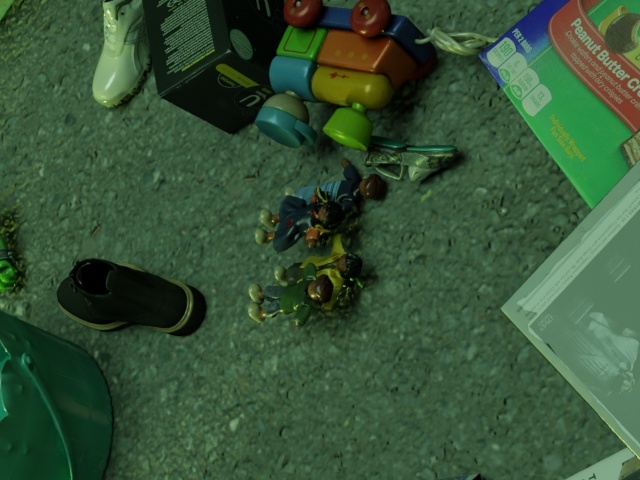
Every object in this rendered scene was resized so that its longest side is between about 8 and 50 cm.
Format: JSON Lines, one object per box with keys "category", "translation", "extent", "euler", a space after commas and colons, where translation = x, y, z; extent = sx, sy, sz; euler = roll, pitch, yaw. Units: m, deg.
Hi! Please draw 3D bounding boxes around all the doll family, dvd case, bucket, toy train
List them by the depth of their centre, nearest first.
{"category": "dvd case", "translation": [0.268, 0.068, 1.181], "extent": [0.179, 0.029, 0.239], "euler": [-48, 59, 11]}
{"category": "toy train", "translation": [0.053, -0.148, 1.540], "extent": [0.248, 0.105, 0.143], "euler": [14, 75, 40]}
{"category": "doll family", "translation": [0.000, 0.000, 1.557], "extent": [0.111, 0.076, 0.193], "euler": [-16, 61, 38]}
{"category": "bucket", "translation": [-0.365, 0.198, 1.692], "extent": [0.281, 0.183, 0.281], "euler": [-14, 65, 34]}

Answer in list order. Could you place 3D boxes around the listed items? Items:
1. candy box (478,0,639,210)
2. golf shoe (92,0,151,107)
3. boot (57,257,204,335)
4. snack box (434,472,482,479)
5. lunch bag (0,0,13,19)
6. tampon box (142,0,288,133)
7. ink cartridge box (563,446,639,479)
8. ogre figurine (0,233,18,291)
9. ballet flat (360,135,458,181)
{"category": "candy box", "translation": [0.332, -0.146, 1.311], "extent": [0.317, 0.122, 0.268], "euler": [-39, 53, 12]}
{"category": "golf shoe", "translation": [-0.225, -0.239, 1.811], "extent": [0.069, 0.086, 0.176], "euler": [25, 91, 39]}
{"category": "boot", "translation": [-0.235, 0.044, 1.678], "extent": [0.198, 0.137, 0.077], "euler": [0, 73, 38]}
{"category": "snack box", "translation": [0.073, 0.239, 1.351], "extent": [0.064, 0.178, 0.022], "euler": [-16, 96, 33]}
{"category": "lunch bag", "translation": [-0.473, -0.348, 1.951], "extent": [0.262, 0.223, 0.160], "euler": [-45, 60, 15]}
{"category": "tampon box", "translation": [-0.105, -0.217, 1.686], "extent": [0.101, 0.120, 0.161], "euler": [-28, 59, 28]}
{"category": "ink cartridge box", "translation": [0.291, 0.248, 1.209], "extent": [0.278, 0.117, 0.201], "euler": [-33, 56, 23]}
{"category": "ogre figurine", "translation": [-0.435, 0.004, 1.878], "extent": [0.197, 0.097, 0.118], "euler": [-4, 82, 48]}
{"category": "ballet flat", "translation": [0.085, -0.077, 1.548], "extent": [0.114, 0.041, 0.041], "euler": [10, 80, 40]}
